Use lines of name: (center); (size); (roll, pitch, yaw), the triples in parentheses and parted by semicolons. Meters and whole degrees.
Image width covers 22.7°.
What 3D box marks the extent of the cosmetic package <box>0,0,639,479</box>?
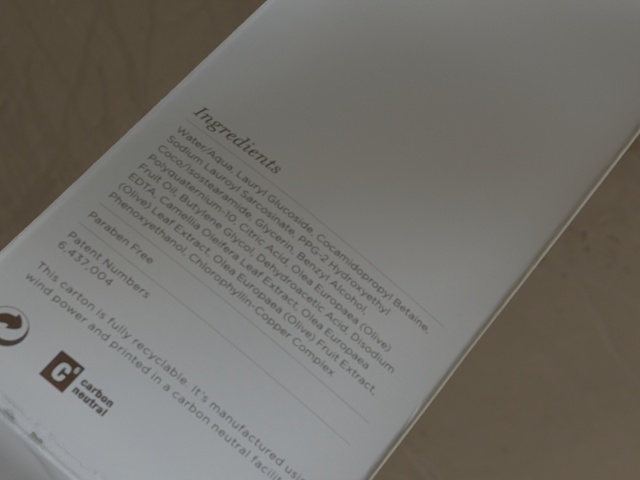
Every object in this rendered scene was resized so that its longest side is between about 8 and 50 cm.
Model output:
cosmetic package: (0.000, 0.000, 0.668); (0.155, 0.365, 0.197); (40, -31, 5)
